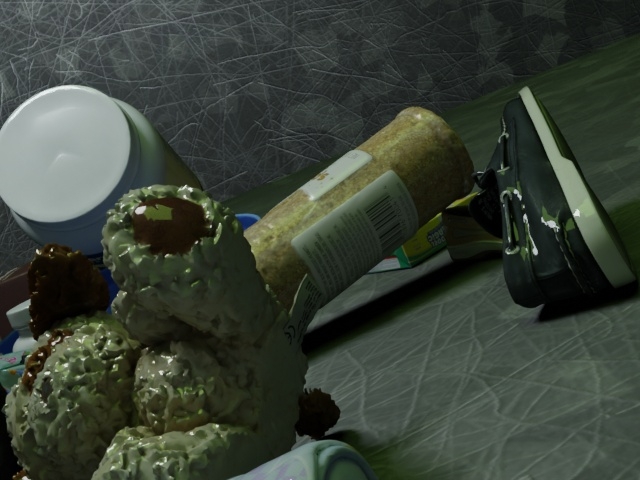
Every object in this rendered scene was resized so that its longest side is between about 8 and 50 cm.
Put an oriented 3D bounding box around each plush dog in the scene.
[{"bbox_3d":[-0.128,0.112,0.736,0.225,0.262,0.210,-6,-18,28],"label":"plush dog"}]

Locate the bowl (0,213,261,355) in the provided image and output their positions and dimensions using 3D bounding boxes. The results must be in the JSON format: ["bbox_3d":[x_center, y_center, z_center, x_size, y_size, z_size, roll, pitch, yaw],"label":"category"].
[{"bbox_3d":[-0.229,0.095,1.260,0.391,0.077,0.391,-25,15,8],"label":"bowl"}]

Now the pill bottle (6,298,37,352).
[{"bbox_3d":[-0.253,0.128,1.022,0.086,0.152,0.086,-22,9,4],"label":"pill bottle"}]

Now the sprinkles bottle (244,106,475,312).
[{"bbox_3d":[0.000,0.000,1.075,0.355,0.121,0.121,-37,13,-18],"label":"sprinkles bottle"}]

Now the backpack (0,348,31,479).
[{"bbox_3d":[-0.230,0.159,0.885,0.115,0.152,0.182,-7,4,40],"label":"backpack"}]

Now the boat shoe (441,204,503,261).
[{"bbox_3d":[0.204,-0.025,1.091,0.190,0.072,0.068,-14,12,42],"label":"boat shoe"}]

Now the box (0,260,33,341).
[{"bbox_3d":[-0.366,0.057,1.769,0.381,0.143,0.191,-23,9,3],"label":"box"}]

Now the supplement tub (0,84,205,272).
[{"bbox_3d":[-0.315,-0.070,1.505,0.235,0.235,0.325,-21,-20,4],"label":"supplement tub"}]

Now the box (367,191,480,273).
[{"bbox_3d":[0.132,-0.014,1.299,0.179,0.043,0.105,-31,12,-36],"label":"box"}]

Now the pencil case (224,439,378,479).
[{"bbox_3d":[-0.092,0.178,0.470,0.273,0.113,0.124,-20,-1,14],"label":"pencil case"}]

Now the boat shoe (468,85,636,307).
[{"bbox_3d":[0.196,-0.040,0.963,0.113,0.127,0.340,-31,29,15],"label":"boat shoe"}]
